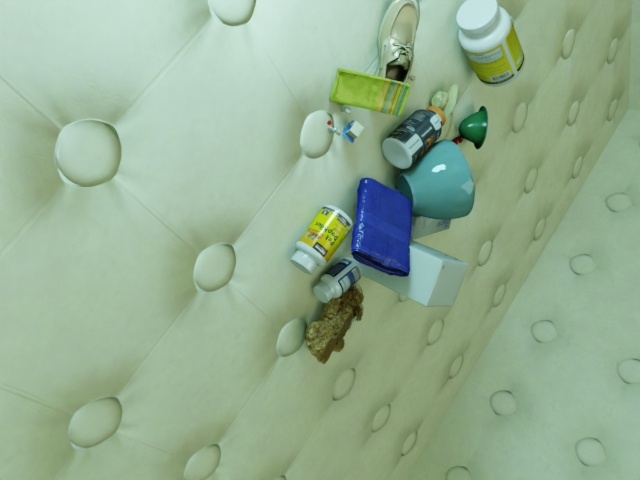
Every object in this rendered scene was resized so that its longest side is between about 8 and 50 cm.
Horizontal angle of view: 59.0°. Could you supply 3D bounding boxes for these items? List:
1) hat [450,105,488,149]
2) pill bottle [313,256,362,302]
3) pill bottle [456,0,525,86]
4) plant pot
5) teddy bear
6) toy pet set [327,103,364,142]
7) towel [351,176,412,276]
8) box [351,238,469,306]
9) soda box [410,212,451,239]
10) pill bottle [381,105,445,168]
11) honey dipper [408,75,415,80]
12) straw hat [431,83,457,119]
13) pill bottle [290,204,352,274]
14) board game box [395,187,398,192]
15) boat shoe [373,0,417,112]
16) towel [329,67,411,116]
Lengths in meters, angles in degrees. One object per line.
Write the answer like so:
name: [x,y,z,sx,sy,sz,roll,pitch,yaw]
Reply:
hat: [0.563,-0.457,2.284,0.209,0.183,0.173,-86,-179,-55]
pill bottle: [0.057,0.140,1.953,0.169,0.094,0.094,-37,135,-31]
pill bottle: [0.615,-0.727,2.058,0.334,0.187,0.188,34,83,-53]
plant pot: [0.391,-0.199,2.034,0.195,0.290,0.290,-16,127,-12]
teddy bear: [0.052,0.288,2.040,0.338,0.113,0.245,-54,149,-26]
toy pet set: [0.078,-0.366,1.742,0.114,0.065,0.122,38,75,-17]
towel: [0.202,-0.042,1.880,0.227,0.076,0.308,26,54,-24]
box: [0.313,0.091,2.024,0.215,0.345,0.168,8,104,-51]
soda box: [0.418,-0.082,2.263,0.286,0.091,0.098,-14,120,-46]
pill bottle: [0.335,-0.370,1.970,0.245,0.130,0.130,-44,138,-25]
honey dipper: [0.271,-0.547,1.879,0.160,0.030,0.031,-13,119,-49]
straw hat: [0.441,-0.511,2.069,0.061,0.144,0.145,15,101,-14]
pill bottle: [0.000,0.000,1.786,0.215,0.117,0.117,-54,142,-15]
board game box: [0.312,-0.164,2.149,0.090,0.020,0.090,-20,123,-43]
boat shoe: [0.240,-0.561,1.734,0.121,0.110,0.341,1,113,-21]
towel: [0.150,-0.441,1.691,0.237,0.021,0.102,7,114,-19]
